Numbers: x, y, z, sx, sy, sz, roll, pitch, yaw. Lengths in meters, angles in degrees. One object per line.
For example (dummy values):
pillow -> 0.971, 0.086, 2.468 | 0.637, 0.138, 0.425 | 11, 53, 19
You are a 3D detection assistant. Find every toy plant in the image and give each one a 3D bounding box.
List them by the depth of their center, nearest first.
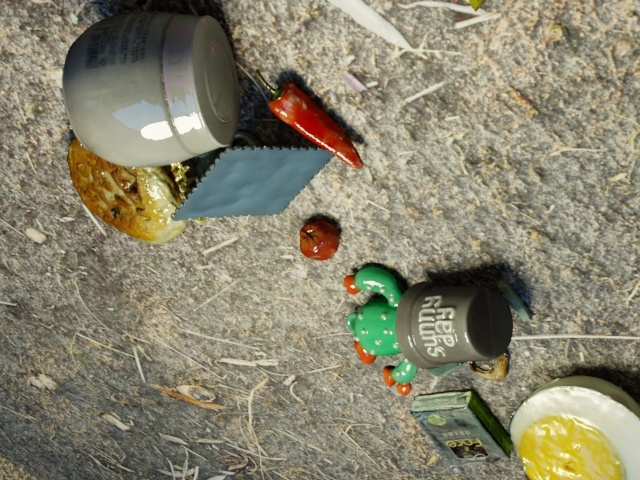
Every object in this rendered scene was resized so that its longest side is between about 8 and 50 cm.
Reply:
toy plant -> 0.204, 0.174, 1.940 | 0.400, 0.185, 0.279 | -9, 125, 49

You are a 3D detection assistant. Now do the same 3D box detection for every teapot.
teapot -> -0.188, -0.152, 1.810 | 0.149, 0.111, 0.108 | -15, 112, 41

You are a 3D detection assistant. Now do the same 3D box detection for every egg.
egg -> 0.603, 0.431, 2.018 | 0.337, 0.201, 0.336 | 11, 113, 27

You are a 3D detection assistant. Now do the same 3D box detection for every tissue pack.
tissue pack -> 0.351, 0.469, 2.261 | 0.174, 0.073, 0.235 | -14, 127, 35

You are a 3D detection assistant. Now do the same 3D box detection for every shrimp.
shrimp -> 0.391, 0.283, 2.085 | 0.091, 0.025, 0.127 | 20, 141, 4

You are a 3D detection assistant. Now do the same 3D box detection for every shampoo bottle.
shampoo bottle -> -0.290, -0.267, 1.604 | 0.267, 0.273, 0.273 | -2, 134, 14

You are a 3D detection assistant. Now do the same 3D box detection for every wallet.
wallet -> 0.262, 0.263, 2.116 | 0.129, 0.026, 0.088 | 39, 132, -17

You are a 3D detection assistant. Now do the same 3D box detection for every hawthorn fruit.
hawthorn fruit -> 0.000, 0.000, 1.916 | 0.093, 0.093, 0.093 | 12, 138, 11

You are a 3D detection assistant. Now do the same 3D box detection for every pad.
pad -> -0.127, -0.111, 1.769 | 0.269, 0.012, 0.270 | -3, 153, -38

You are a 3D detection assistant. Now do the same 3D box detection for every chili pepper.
chili pepper -> -0.022, -0.224, 1.687 | 0.272, 0.071, 0.063 | 38, 140, -22

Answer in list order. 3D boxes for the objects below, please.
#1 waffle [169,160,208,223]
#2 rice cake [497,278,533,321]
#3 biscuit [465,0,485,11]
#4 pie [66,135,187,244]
waffle -> -0.279, -0.133, 1.833 | 0.046, 0.160, 0.192 | -23, 157, -6
rice cake -> 0.411, 0.128, 1.915 | 0.022, 0.021, 0.121 | -15, 125, 41
biscuit -> 0.134, -0.447, 1.422 | 0.292, 0.026, 0.048 | 27, 119, -6
pie -> -0.412, -0.116, 1.895 | 0.315, 0.092, 0.315 | 28, 144, 23
